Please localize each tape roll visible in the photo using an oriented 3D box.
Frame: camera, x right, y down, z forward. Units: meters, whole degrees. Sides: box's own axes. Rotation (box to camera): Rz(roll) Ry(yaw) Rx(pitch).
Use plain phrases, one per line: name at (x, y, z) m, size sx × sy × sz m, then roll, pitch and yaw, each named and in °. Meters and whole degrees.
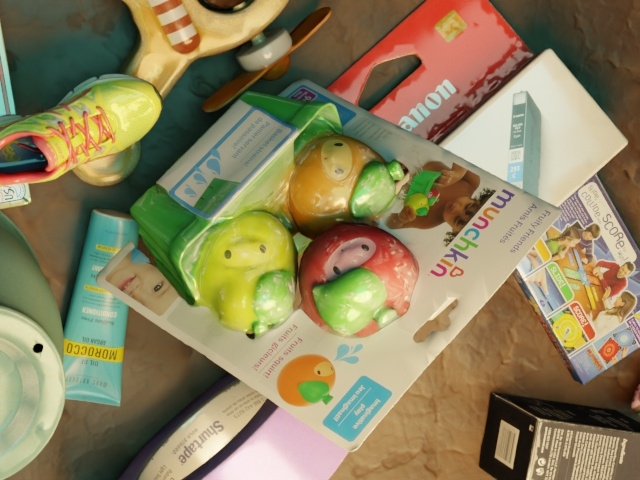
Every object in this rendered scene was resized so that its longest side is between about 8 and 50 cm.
tape roll at (-0.090, 0.225, 1.774) m, size 0.275 × 0.275 × 0.090 m, roll -41°, pitch 101°, yaw -6°

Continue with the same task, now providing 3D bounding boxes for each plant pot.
plant pot at (-0.364, 0.110, 1.680) m, size 0.272 × 0.255 × 0.271 m, roll -8°, pitch 111°, yaw -23°

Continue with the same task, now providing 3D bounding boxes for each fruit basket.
fruit basket at (0.000, 0.000, 1.709) m, size 0.327 × 0.353 × 0.165 m, roll -46°, pitch 140°, yaw -19°

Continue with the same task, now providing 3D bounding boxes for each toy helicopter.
toy helicopter at (-0.140, -0.203, 1.821) m, size 0.235 × 0.140 × 0.355 m, roll 31°, pitch 99°, yaw -22°

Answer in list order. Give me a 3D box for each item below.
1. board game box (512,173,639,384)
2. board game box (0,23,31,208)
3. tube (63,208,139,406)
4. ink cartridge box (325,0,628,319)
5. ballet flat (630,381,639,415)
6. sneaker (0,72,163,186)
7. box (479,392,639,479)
board game box at (0.298, 0.042, 1.967) m, size 0.136 × 0.035 × 0.201 m, roll -32°, pitch 101°, yaw -8°
board game box at (-0.428, -0.175, 1.782) m, size 0.213 × 0.046 × 0.317 m, roll -11°, pitch 97°, yaw -12°
tube at (-0.234, 0.071, 1.849) m, size 0.080 × 0.052 × 0.207 m, roll 10°, pitch 98°, yaw -6°
ink cartridge box at (0.137, -0.106, 1.885) m, size 0.296 × 0.066 × 0.261 m, roll -42°, pitch 95°, yaw -6°
ballet flat at (0.439, 0.129, 1.994) m, size 0.221 × 0.077 × 0.079 m, roll -19°, pitch 81°, yaw -15°
sneaker at (-0.254, -0.099, 1.743) m, size 0.208 × 0.094 × 0.081 m, roll -22°, pitch 112°, yaw -2°
box at (0.277, 0.234, 1.917) m, size 0.158 × 0.156 × 0.093 m, roll 9°, pitch 94°, yaw -13°
